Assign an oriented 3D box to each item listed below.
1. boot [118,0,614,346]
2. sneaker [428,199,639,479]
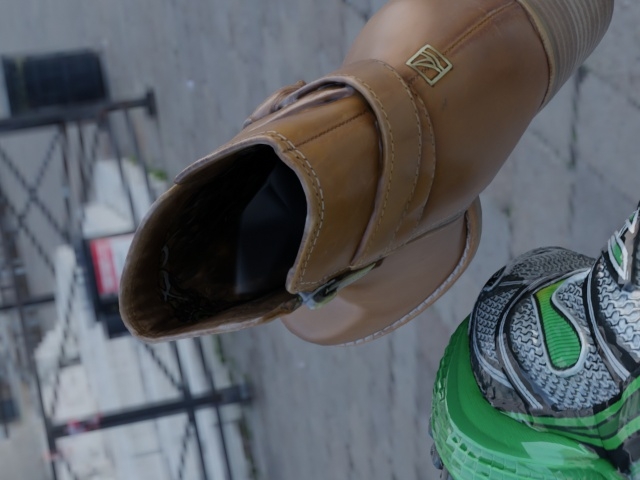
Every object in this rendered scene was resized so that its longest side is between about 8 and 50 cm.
[{"bbox_3d":[0.000,0.000,0.682,0.109,0.220,0.283,49,137,4],"label":"boot"},{"bbox_3d":[0.130,0.046,0.517,0.343,0.134,0.146,-134,55,-78],"label":"sneaker"}]
